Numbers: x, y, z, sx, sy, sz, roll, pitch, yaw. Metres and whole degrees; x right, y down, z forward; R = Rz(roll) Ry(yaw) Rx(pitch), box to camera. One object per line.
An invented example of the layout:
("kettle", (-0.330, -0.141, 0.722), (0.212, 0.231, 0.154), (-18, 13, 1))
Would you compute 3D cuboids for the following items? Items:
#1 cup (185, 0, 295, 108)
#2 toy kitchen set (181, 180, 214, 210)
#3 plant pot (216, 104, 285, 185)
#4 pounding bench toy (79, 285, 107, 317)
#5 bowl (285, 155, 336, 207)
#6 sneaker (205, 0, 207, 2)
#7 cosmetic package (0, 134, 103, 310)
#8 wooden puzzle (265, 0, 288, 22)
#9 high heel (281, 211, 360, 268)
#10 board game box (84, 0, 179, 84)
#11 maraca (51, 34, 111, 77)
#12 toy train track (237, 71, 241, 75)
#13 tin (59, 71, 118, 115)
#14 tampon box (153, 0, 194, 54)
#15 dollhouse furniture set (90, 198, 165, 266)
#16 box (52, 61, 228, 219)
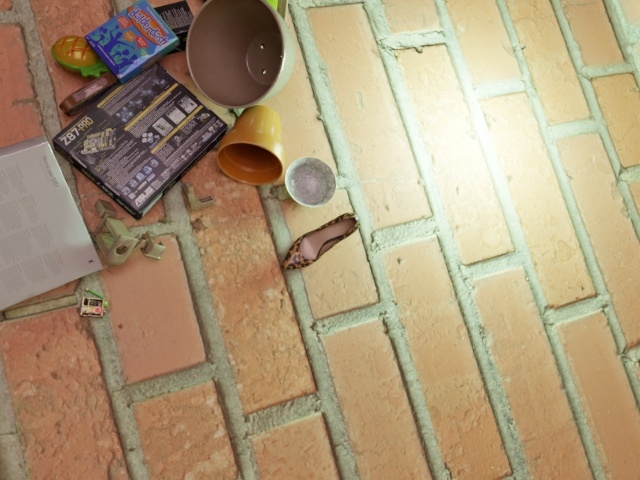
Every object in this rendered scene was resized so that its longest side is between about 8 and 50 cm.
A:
("cup", (-0.207, -0.569, 1.744), (0.331, 0.331, 0.237), (61, 25, 2))
("toy kitchen set", (-0.371, -0.149, 1.715), (0.075, 0.083, 0.068), (-19, 43, -21))
("plant pot", (-0.199, -0.304, 1.745), (0.205, 0.205, 0.188), (17, 58, -14))
("pounding bench toy", (-0.621, 0.170, 1.568), (0.065, 0.052, 0.083), (7, 76, -17))
("bowl", (-0.040, -0.176, 1.818), (0.170, 0.080, 0.170), (4, 77, -16))
("sneaker", (-0.377, -0.810, 1.836), (0.130, 0.087, 0.227), (-6, 71, -4))
("cosmetic package", (-0.763, -0.042, 1.444), (0.284, 0.097, 0.377), (-23, 122, -20))
("wooden puzzle", (-0.228, -0.797, 1.914), (0.239, 0.044, 0.221), (8, 76, -16))
("high heel", (0.000, 0.000, 1.734), (0.261, 0.186, 0.093), (-34, 90, -22))
("board game box", (-0.541, -0.576, 1.643), (0.210, 0.047, 0.160), (-40, 90, -12))
("maraca", (-0.698, -0.533, 1.664), (0.186, 0.099, 0.127), (35, 51, 11))
("toy train track", (-0.300, -0.558, 1.855), (0.083, 0.014, 0.048), (24, 65, -18))
("tin", (-0.668, -0.426, 1.658), (0.190, 0.106, 0.040), (-40, 105, -20))
("tampon box", (-0.475, -0.650, 1.760), (0.161, 0.120, 0.101), (-23, 87, -21))
("dollhouse furniture set", (-0.564, -0.009, 1.634), (0.101, 0.161, 0.182), (-52, 53, 12))
("box", (-0.520, -0.305, 1.680), (0.318, 0.097, 0.395), (41, 67, -7))
